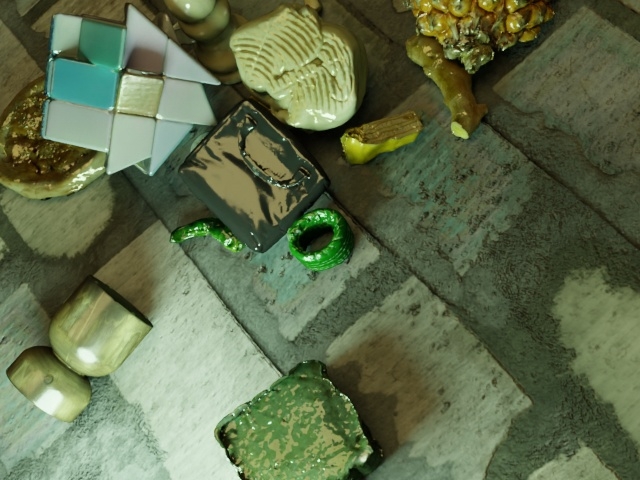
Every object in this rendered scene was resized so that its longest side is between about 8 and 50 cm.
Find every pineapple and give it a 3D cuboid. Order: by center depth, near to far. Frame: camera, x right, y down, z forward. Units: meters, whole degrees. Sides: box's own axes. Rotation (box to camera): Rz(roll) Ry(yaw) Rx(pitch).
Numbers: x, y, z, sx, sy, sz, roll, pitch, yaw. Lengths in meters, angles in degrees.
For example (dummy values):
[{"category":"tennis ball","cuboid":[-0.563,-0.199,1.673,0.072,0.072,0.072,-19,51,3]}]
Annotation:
[{"category":"pineapple","cuboid":[0.327,-0.512,1.812,0.344,0.209,0.286,3,55,14]}]

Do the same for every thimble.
[{"category":"thimble","cuboid":[0.000,0.000,1.816,0.130,0.090,0.118,-8,66,18]}]

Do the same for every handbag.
[{"category":"handbag","cuboid":[-0.139,-0.137,1.880,0.275,0.088,0.244,45,98,13]}]

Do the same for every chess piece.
[{"category":"chess piece","cuboid":[-0.259,-0.501,2.017,0.167,0.300,0.167,-8,66,19]}]

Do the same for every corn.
[{"category":"corn","cuboid":[-0.130,-0.306,2.033,0.037,0.037,0.092,-46,58,-3]}]

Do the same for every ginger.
[{"category":"ginger","cuboid":[0.270,-0.339,1.879,0.118,0.065,0.299,-19,63,4]}]

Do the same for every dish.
[{"category":"dish","cuboid":[-0.337,-0.536,2.211,0.137,0.039,0.091,-21,62,9]}]

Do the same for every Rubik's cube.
[{"category":"Rubik's cube","cuboid":[-0.427,-0.334,1.972,0.358,0.368,0.387,-135,53,-66]}]

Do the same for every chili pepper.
[{"category":"chili pepper","cuboid":[-0.246,-0.018,1.940,0.182,0.050,0.073,6,76,25]}]

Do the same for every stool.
[{"category":"stool","cuboid":[-0.503,0.225,1.855,0.179,0.179,0.264,37,83,30]}]

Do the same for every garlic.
[{"category":"garlic","cuboid":[-0.021,-0.571,2.099,0.041,0.053,0.083,-15,71,12]}]

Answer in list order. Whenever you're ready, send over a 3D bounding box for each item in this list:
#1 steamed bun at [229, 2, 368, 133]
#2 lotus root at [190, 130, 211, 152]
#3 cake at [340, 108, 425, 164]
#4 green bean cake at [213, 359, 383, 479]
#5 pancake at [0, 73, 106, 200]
[{"category":"steamed bun","cuboid":[-0.035,-0.372,1.936,0.289,0.203,0.276,-2,92,21]},{"category":"lotus root","cuboid":[-0.238,-0.183,2.000,0.122,0.081,0.112,41,93,30]},{"category":"cake","cuboid":[0.130,-0.206,1.891,0.185,0.116,0.080,-20,61,-25]},{"category":"green bean cake","cuboid":[-0.038,0.377,1.639,0.255,0.132,0.241,-39,60,-1]},{"category":"pancake","cuboid":[-0.651,-0.274,2.195,0.382,0.071,0.382,-7,68,16]}]
